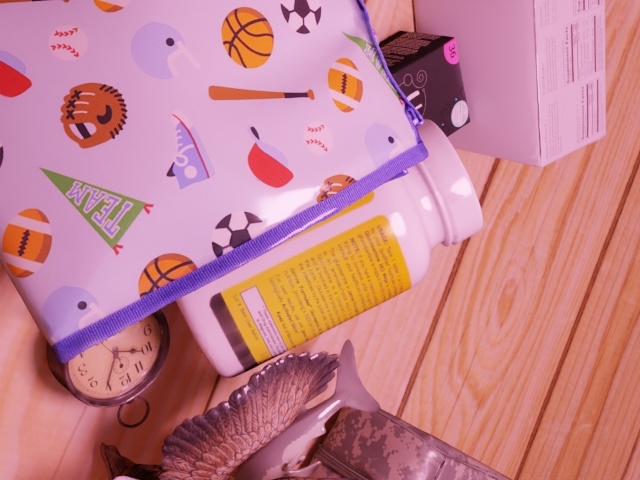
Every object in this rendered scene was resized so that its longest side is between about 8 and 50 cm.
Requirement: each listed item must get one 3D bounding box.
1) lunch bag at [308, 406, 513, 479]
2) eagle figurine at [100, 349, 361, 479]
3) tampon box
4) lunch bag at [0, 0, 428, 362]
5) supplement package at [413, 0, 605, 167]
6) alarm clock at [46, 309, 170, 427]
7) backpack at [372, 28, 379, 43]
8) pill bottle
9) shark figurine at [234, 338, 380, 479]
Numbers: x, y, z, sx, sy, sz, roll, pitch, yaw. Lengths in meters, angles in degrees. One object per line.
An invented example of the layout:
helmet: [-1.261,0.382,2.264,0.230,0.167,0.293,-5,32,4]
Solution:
lunch bag: [0.107,0.392,1.398,0.305,0.212,0.256,36,79,-42]
eagle figurine: [-0.099,0.263,1.121,0.226,0.298,0.225,62,19,-50]
tampon box: [0.094,-0.176,1.276,0.161,0.101,0.121,-35,125,-29]
lunch bag: [-0.131,-0.125,0.898,0.385,0.239,0.328,-30,96,-11]
supplement package: [0.245,-0.254,1.315,0.145,0.204,0.262,-25,119,-35]
alarm clock: [-0.230,0.130,1.114,0.129,0.064,0.192,-30,121,-29]
backpack: [-0.038,-0.203,1.125,0.188,0.144,0.166,17,97,-41]
pill bottle: [0.000,0.000,1.117,0.333,0.188,0.188,-26,123,-4]
shark figurine: [-0.060,0.248,1.267,0.278,0.116,0.166,-53,152,20]
